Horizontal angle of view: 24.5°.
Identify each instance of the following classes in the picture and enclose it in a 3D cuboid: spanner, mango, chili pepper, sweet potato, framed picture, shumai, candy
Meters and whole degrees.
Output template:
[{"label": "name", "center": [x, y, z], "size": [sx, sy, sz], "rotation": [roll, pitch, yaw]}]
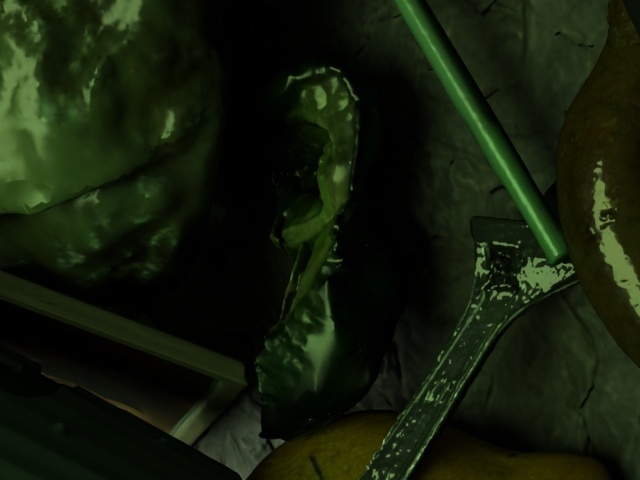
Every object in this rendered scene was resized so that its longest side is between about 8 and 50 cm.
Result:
[{"label": "spanner", "center": [0.080, 0.092, 0.918], "size": [0.093, 0.026, 0.325], "rotation": [33, 93, 29]}, {"label": "mango", "center": [0.053, 0.198, 0.978], "size": [0.295, 0.120, 0.177], "rotation": [-10, 61, 44]}, {"label": "chili pepper", "center": [0.006, 0.004, 1.014], "size": [0.148, 0.116, 0.264], "rotation": [-11, 77, 49]}, {"label": "sweet potato", "center": [0.194, -0.010, 0.843], "size": [0.108, 0.079, 0.346], "rotation": [-18, 82, 12]}, {"label": "framed picture", "center": [-0.181, 0.100, 1.118], "size": [0.289, 0.211, 0.020], "rotation": [130, 159, -64]}, {"label": "shumai", "center": [-0.255, -0.130, 1.047], "size": [0.395, 0.348, 0.395], "rotation": [173, 90, -75]}, {"label": "candy", "center": [0.043, -0.174, 0.938], "size": [0.119, 0.119, 0.440], "rotation": [-45, 66, 41]}]

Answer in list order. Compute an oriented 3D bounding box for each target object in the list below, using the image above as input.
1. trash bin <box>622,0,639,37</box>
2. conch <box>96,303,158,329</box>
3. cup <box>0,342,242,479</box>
[{"label": "trash bin", "center": [0.256, -0.169, 0.720], "size": [0.225, 0.115, 0.165], "rotation": [-36, 71, 46]}, {"label": "conch", "center": [-0.211, 0.069, 1.266], "size": [0.153, 0.102, 0.135], "rotation": [55, 146, 23]}, {"label": "cup", "center": [-0.277, 0.179, 1.031], "size": [0.392, 0.401, 0.310], "rotation": [26, 116, -7]}]
